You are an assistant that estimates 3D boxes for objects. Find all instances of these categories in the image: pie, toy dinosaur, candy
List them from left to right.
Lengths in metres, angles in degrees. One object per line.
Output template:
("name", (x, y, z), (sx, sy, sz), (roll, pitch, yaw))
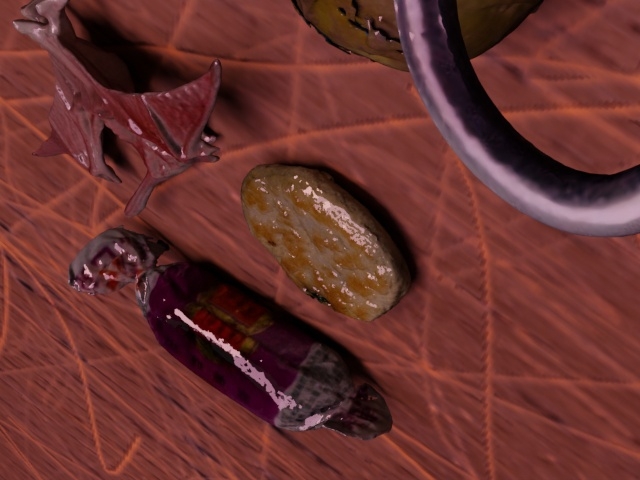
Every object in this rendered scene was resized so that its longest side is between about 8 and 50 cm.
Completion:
("toy dinosaur", (-0.092, -0.061, 0.663), (0.108, 0.032, 0.220), (51, 157, -16))
("candy", (-0.042, 0.048, 0.716), (0.175, 0.045, 0.043), (31, 151, 20))
("pie", (0.000, 0.000, 0.639), (0.085, 0.017, 0.085), (30, 146, 23))

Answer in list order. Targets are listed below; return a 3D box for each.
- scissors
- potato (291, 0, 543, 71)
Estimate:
("scissors", (0.017, -0.207, 0.317), (0.383, 0.029, 0.256), (50, 123, 6))
("potato", (0.021, -0.111, 0.430), (0.119, 0.054, 0.198), (34, 153, 2))
